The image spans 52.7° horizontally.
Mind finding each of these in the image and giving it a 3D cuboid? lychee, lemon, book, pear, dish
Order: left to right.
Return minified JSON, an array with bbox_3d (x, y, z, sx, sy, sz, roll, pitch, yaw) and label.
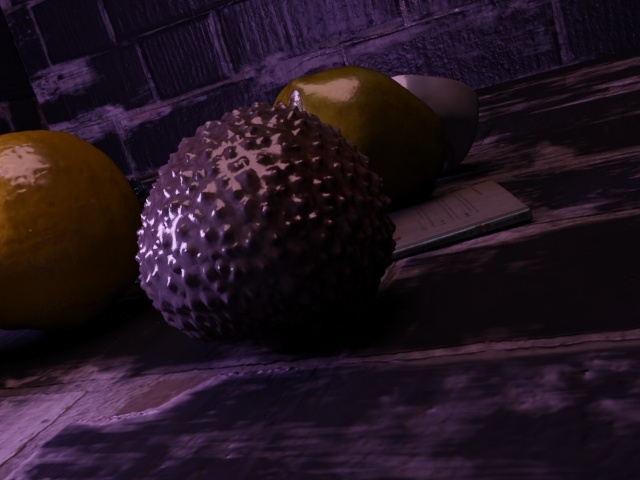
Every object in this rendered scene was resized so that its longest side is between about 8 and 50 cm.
[{"bbox_3d":[-0.455,-0.017,1.059,0.348,0.348,0.348,-16,15,4],"label":"lemon"},{"bbox_3d":[-0.066,-0.014,0.737,0.300,0.300,0.300,-16,15,4],"label":"lychee"},{"bbox_3d":[0.064,-0.167,1.127,0.321,0.269,0.269,16,10,-12],"label":"pear"},{"bbox_3d":[0.198,-0.209,1.305,0.256,0.256,0.117,-11,57,22],"label":"dish"},{"bbox_3d":[0.161,-0.026,1.006,0.283,0.025,0.215,-16,16,5],"label":"book"}]

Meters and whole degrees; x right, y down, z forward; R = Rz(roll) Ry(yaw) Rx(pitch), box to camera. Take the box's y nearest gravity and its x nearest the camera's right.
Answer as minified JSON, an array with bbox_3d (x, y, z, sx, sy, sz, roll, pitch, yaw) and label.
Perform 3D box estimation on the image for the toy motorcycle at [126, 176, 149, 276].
[{"bbox_3d":[-0.354,-0.033,1.252,0.239,0.204,0.108,-15,22,16],"label":"toy motorcycle"}]

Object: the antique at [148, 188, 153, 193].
[{"bbox_3d":[-0.320,-0.054,1.469,0.284,0.150,0.125,-12,17,-13],"label":"antique"}]
